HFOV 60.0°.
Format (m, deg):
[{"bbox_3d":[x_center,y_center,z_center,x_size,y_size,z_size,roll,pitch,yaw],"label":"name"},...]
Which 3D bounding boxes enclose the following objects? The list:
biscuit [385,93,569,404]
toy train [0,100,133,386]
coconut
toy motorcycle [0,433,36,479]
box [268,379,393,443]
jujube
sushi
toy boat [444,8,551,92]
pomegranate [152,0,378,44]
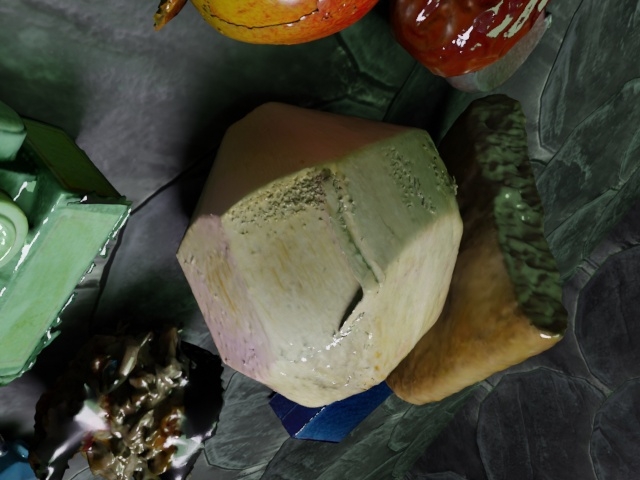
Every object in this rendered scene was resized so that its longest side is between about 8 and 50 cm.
[{"bbox_3d":[0.182,0.024,0.846,0.103,0.430,0.446,14,147,-13],"label":"biscuit"},{"bbox_3d":[-0.308,0.006,0.477,0.272,0.159,0.188,-53,156,14],"label":"toy train"},{"bbox_3d":[0.000,0.000,0.669,0.352,0.352,0.353,-28,145,-22],"label":"coconut"},{"bbox_3d":[-0.428,0.261,0.627,0.232,0.172,0.416,-47,160,-20],"label":"toy motorcycle"},{"bbox_3d":[0.060,0.328,1.272,0.279,0.116,0.261,-45,149,2],"label":"box"},{"bbox_3d":[0.187,-0.313,0.629,0.174,0.174,0.250,8,128,-51],"label":"jujube"},{"bbox_3d":[-0.256,0.218,0.734,0.218,0.225,0.239,17,77,-26],"label":"sushi"},{"bbox_3d":[0.248,-0.310,0.801,0.227,0.085,0.155,-47,147,-16],"label":"toy boat"},{"bbox_3d":[-0.040,-0.250,0.426,0.235,0.210,0.210,-20,148,8],"label":"pomegranate"}]
